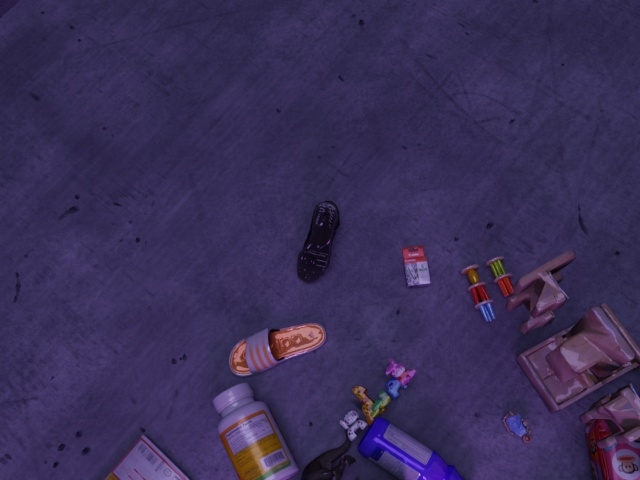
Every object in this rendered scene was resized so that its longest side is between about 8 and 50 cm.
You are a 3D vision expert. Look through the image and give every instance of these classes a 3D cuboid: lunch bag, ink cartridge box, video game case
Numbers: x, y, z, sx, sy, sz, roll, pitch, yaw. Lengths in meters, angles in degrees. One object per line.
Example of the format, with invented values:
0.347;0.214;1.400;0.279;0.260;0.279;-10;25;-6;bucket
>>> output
0.769;0.482;1.467;0.293;0.120;0.258;-5;66;3;lunch bag
0.254;0.067;1.714;0.063;0.029;0.115;-7;70;4;ink cartridge box
-0.464;0.659;1.586;0.204;0.025;0.285;37;78;17;video game case

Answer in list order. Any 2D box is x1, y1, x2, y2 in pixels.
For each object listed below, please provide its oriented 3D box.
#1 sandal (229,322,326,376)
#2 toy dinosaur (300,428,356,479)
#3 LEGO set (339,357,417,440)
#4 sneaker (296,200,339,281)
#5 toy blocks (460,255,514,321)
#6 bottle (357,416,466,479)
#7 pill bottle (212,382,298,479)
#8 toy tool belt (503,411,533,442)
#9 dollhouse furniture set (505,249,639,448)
-0.117;0.266;1.660;0.265;0.076;0.102;-20;69;-1;sandal
-0.002;0.579;1.507;0.160;0.121;0.313;-24;47;38;toy dinosaur
0.129;0.379;1.590;0.227;0.087;0.093;-46;69;-4;LEGO set
0.000;0.000;1.747;0.087;0.130;0.227;15;100;7;sneaker
0.445;0.127;1.658;0.123;0.054;0.148;-18;69;0;toy blocks
0.227;0.527;1.503;0.283;0.118;0.092;31;57;10;bottle
-0.166;0.477;1.558;0.136;0.136;0.245;-29;70;-4;pill bottle
0.476;0.447;1.541;0.052;0.051;0.083;-33;71;-6;toy tool belt
0.615;0.232;1.417;0.256;0.394;0.362;-28;67;-5;dollhouse furniture set
